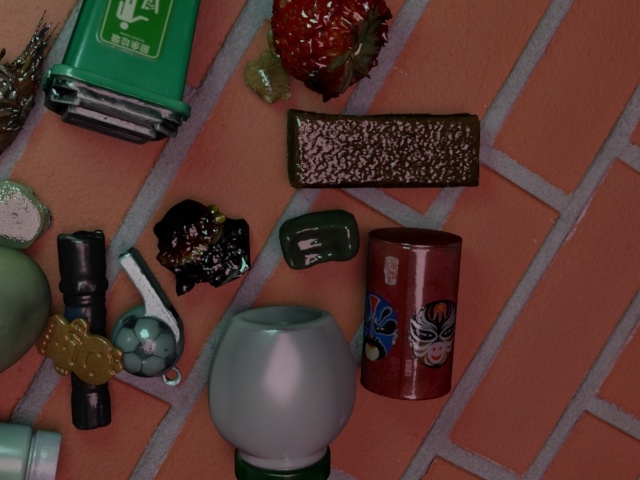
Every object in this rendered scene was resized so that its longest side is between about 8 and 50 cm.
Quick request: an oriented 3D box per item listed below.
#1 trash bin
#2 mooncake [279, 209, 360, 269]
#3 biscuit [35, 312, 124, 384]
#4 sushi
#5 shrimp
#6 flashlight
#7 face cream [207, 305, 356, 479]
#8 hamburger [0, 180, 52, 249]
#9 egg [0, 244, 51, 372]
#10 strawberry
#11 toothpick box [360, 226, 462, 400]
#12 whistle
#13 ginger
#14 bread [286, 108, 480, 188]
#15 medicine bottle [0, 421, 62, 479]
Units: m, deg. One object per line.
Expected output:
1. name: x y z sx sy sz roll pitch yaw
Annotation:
1. trash bin: -0.350 -0.385 1.711 0.259 0.295 0.381 17 85 -20
2. mooncake: 0.000 0.000 1.910 0.168 0.175 0.104 -22 107 -52
3. biscuit: -0.483 0.223 1.822 0.184 0.027 0.133 40 109 1
4. sushi: -0.254 0.000 1.859 0.172 0.153 0.150 -24 128 13
5. shrimp: -0.606 -0.288 1.737 0.145 0.116 0.343 33 93 -32
6. flashlight: -0.475 0.188 1.874 0.103 0.103 0.424 -4 103 -12
7. face cream: -0.080 0.329 1.931 0.312 0.219 0.357 -2 103 -13
8. hamburger: -0.611 -0.047 1.813 0.140 0.062 0.133 43 86 -16
9. egg: -0.683 0.150 1.735 0.352 0.258 0.259 -34 107 -11
10. strawberry: 0.001 -0.429 1.786 0.257 0.261 0.261 37 92 20
11. toothpick box: 0.193 0.152 1.968 0.204 0.204 0.334 1 100 -13
12. whistle: -0.370 0.175 1.873 0.163 0.163 0.290 -32 95 -5
13. ginger: -0.107 -0.359 1.865 0.096 0.067 0.165 1 88 -13
14. bread: 0.135 -0.190 1.931 0.416 0.113 0.165 -1 102 -14
15. medicine bottle: -0.651 0.441 1.864 0.225 0.139 0.139 10 99 -15
